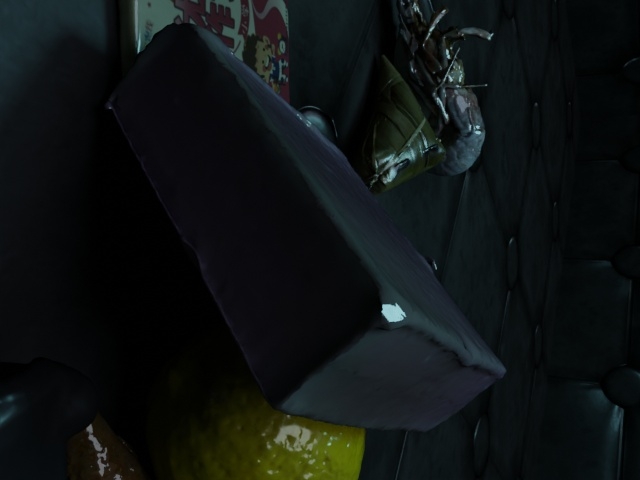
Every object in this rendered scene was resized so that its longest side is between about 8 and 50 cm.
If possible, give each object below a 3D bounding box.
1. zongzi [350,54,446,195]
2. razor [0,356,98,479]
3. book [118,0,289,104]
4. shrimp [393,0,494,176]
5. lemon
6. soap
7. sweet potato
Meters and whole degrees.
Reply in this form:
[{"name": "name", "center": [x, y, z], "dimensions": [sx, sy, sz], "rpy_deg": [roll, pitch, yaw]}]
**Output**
[{"name": "zongzi", "center": [0.070, -0.156, 0.870], "dimensions": [0.189, 0.081, 0.178], "rpy_deg": [-28, 95, -43]}, {"name": "razor", "center": [-0.203, 0.235, 0.319], "dimensions": [0.204, 0.113, 0.349], "rpy_deg": [-6, 94, -62]}, {"name": "book", "center": [-0.094, -0.212, 0.591], "dimensions": [0.232, 0.022, 0.162], "rpy_deg": [-12, 102, -61]}, {"name": "shrimp", "center": [0.165, -0.263, 0.947], "dimensions": [0.116, 0.145, 0.343], "rpy_deg": [-19, 102, -37]}, {"name": "lemon", "center": [-0.051, 0.155, 0.535], "dimensions": [0.180, 0.180, 0.193], "rpy_deg": [-46, 115, -51]}, {"name": "soap", "center": [0.000, 0.000, 0.519], "dimensions": [0.296, 0.107, 0.285], "rpy_deg": [56, 11, 32]}, {"name": "sweet potato", "center": [-0.152, 0.183, 0.475], "dimensions": [0.068, 0.060, 0.206], "rpy_deg": [-117, -168, -67]}]
